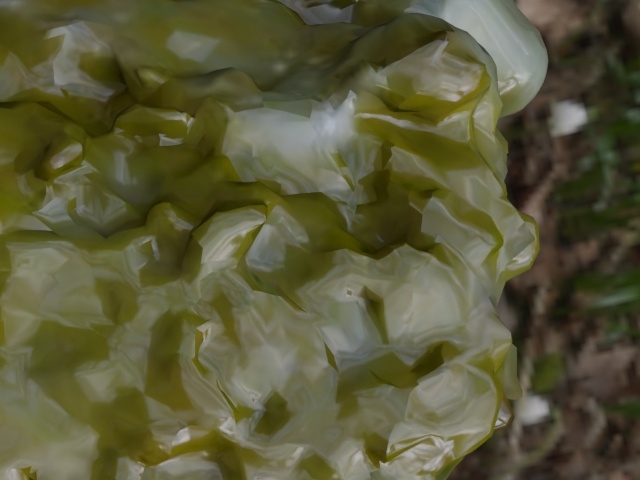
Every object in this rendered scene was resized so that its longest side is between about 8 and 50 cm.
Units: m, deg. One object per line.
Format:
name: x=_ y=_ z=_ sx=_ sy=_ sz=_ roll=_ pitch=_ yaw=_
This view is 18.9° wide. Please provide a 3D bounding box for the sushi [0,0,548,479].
sushi: x=-0.072 y=0.049 z=0.611 sx=0.396 sy=0.240 sz=0.351 roll=-92 pitch=-168 yaw=-67
